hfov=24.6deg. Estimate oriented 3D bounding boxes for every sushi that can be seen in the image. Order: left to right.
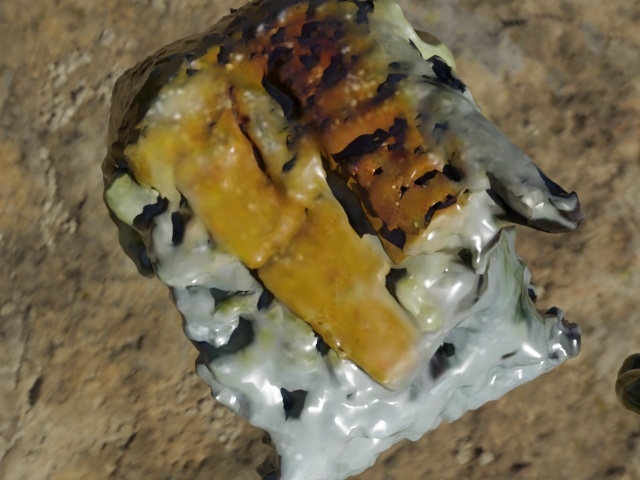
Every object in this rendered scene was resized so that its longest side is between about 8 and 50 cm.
[{"bbox_3d":[0.000,0.000,0.571,0.139,0.274,0.184,-31,89,-2],"label":"sushi"}]

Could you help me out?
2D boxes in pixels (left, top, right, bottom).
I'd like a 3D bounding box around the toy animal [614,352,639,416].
[{"bbox_3d":[0.223,0.157,0.743,0.363,0.180,0.181,-21,107,-69],"label":"toy animal"}]
